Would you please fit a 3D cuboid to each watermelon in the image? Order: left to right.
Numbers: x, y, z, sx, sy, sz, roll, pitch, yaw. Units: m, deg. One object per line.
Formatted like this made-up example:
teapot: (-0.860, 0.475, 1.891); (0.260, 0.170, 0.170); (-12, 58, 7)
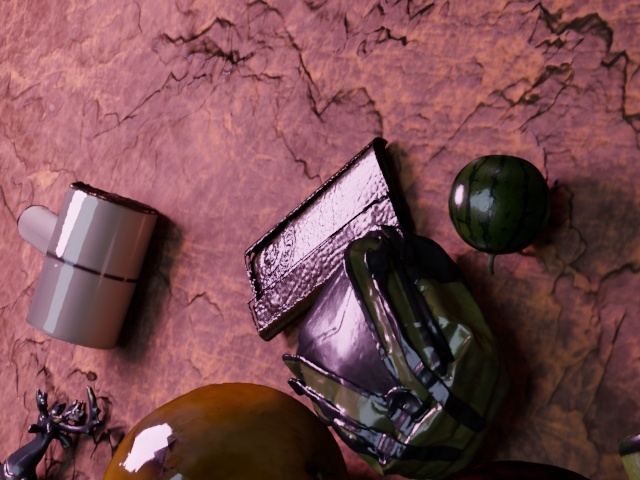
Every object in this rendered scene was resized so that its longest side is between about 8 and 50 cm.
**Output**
watermelon: (0.169, -0.030, 1.306); (0.109, 0.109, 0.109); (-21, 62, 45)

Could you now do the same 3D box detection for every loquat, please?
loquat: (-0.091, 0.273, 1.385); (0.263, 0.263, 0.263); (-21, 62, 45)

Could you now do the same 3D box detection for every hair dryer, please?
hair dryer: (-0.359, 0.009, 1.926); (0.362, 0.128, 0.203); (24, 97, 59)

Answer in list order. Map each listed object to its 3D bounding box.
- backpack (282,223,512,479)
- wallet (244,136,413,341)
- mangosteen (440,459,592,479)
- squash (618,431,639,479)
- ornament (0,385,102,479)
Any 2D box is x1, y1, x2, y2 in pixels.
backpack: (0.075, 0.113, 1.335); (0.207, 0.140, 0.253); (-61, 36, 19)
wallet: (0.000, 0.000, 1.546); (0.243, 0.039, 0.133); (-39, 49, 35)
mangosteen: (0.158, 0.293, 1.052); (0.231, 0.289, 0.231); (-6, 65, 14)
squash: (0.314, 0.188, 1.016); (0.170, 0.170, 0.122); (-19, 78, 46)
ornament: (-0.369, 0.309, 1.846); (0.236, 0.080, 0.202); (-52, 40, 25)
